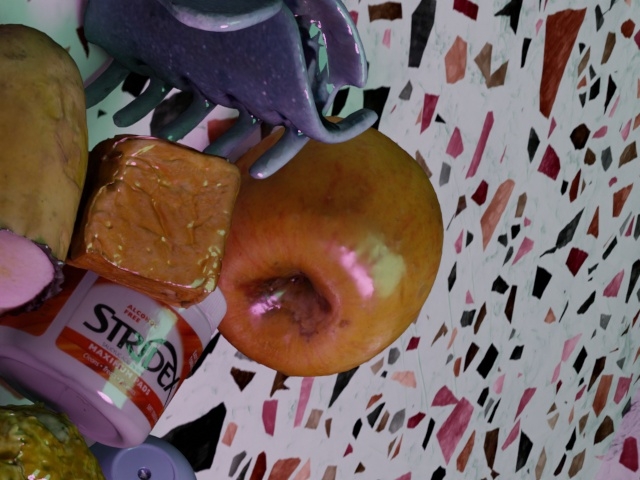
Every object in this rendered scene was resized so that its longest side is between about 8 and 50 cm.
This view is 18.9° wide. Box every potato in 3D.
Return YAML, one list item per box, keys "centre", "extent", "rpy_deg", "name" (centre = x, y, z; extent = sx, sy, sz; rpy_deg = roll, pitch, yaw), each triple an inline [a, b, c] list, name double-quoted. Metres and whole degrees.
- centre: [-0.317, -0.080, 1.841]
  extent: [0.229, 0.229, 0.266]
  rpy_deg: [60, 36, -53]
  name: "potato"

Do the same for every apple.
- centre: [0.000, 0.000, 2.304]
  extent: [0.275, 0.299, 0.299]
  rpy_deg: [-76, 167, -57]
  name: "apple"

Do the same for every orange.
- centre: [-0.329, 0.312, 2.011]
  extent: [0.300, 0.223, 0.301]
  rpy_deg: [-31, 132, -54]
  name: "orange"

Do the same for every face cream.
- centre: [-0.230, 0.096, 2.056]
  extent: [0.187, 0.201, 0.201]
  rpy_deg: [-57, 147, -20]
  name: "face cream"

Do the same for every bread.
- centre: [-0.172, -0.020, 1.918]
  extent: [0.149, 0.158, 0.143]
  rpy_deg: [144, -37, -70]
  name: "bread"

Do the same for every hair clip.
- centre: [-0.102, -0.228, 1.964]
  extent: [0.392, 0.318, 0.238]
  rpy_deg: [-40, 141, -44]
  name: "hair clip"

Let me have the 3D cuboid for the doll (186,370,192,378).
- centre: [-0.216, 0.115, 2.238]
  extent: [0.165, 0.057, 0.139]
  rpy_deg: [-15, 122, -45]
  name: "doll"

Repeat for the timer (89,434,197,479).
- centre: [-0.245, 0.311, 2.251]
  extent: [0.175, 0.255, 0.175]
  rpy_deg: [11, 70, -32]
  name: "timer"
